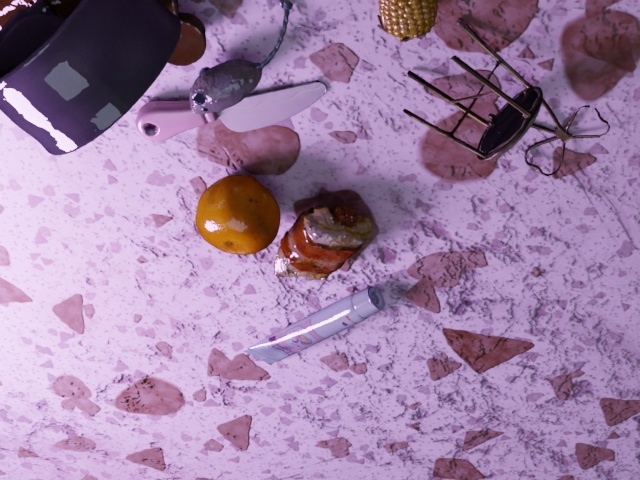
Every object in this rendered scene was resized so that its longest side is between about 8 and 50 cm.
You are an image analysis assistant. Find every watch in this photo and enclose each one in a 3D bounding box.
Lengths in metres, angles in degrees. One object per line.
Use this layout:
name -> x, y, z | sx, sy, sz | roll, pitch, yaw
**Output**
watch -> -0.371, -0.277, 1.602 | 0.335, 0.327, 0.314 | -26, 125, 28

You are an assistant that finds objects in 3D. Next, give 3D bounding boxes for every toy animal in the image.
toy animal -> -0.122, -0.283, 1.736 | 0.079, 0.070, 0.253 | 26, 125, -39

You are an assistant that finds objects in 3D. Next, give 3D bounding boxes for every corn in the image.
corn -> 0.124, -0.414, 1.575 | 0.091, 0.091, 0.260 | 13, 136, 22

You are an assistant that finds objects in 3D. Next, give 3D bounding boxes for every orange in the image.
orange -> -0.146, -0.047, 1.933 | 0.155, 0.134, 0.154 | 11, 156, 5

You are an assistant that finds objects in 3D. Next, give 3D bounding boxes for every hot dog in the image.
hot dog -> 0.000, 0.000, 1.977 | 0.146, 0.103, 0.213 | 12, 147, -33

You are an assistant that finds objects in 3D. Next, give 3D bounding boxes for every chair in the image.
chair -> 0.301, -0.194, 1.720 | 0.326, 0.170, 0.160 | 35, 126, -16

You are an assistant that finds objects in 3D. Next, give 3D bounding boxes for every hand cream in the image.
hand cream -> -0.012, 0.175, 2.173 | 0.331, 0.058, 0.085 | -27, 141, 34

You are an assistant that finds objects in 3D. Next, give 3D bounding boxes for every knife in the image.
knife -> -0.150, -0.214, 1.831 | 0.336, 0.043, 0.081 | -6, 130, 10
